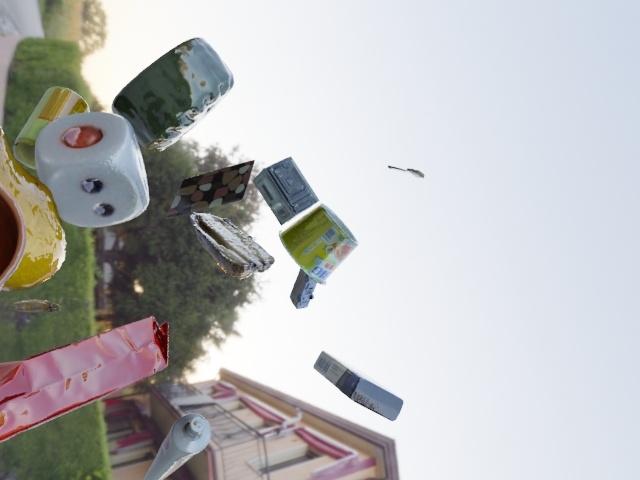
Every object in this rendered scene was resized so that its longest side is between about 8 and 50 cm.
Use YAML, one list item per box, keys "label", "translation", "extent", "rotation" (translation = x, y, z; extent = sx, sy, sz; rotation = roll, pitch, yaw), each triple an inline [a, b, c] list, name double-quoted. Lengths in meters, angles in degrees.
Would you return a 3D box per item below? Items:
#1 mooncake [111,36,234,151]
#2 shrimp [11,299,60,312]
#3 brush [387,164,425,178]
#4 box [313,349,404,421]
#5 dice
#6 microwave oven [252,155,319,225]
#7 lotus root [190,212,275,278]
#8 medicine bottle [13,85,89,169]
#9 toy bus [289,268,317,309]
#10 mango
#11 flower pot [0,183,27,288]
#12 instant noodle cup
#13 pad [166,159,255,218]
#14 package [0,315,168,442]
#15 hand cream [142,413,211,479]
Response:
- label: "mooncake"
  translation: [-0.426, -0.428, 1.364]
  extent: [0.194, 0.356, 0.356]
  rotation: [53, -21, -20]
- label: "shrimp"
  translation: [-0.575, 0.132, 0.938]
  extent: [0.059, 0.108, 0.023]
  rotation: [-33, 125, -83]
- label: "brush"
  translation: [0.264, -0.220, 1.438]
  extent: [0.164, 0.051, 0.014]
  rotation: [29, -89, 56]
- label: "box"
  translation: [0.101, 0.406, 1.295]
  extent: [0.071, 0.168, 0.259]
  rotation: [-59, -159, -8]
- label: "dice"
  translation: [-0.495, -0.156, 1.009]
  extent: [0.192, 0.194, 0.193]
  rotation: [97, -25, -47]
- label: "microwave oven"
  translation: [-0.129, -0.186, 1.717]
  extent: [0.208, 0.162, 0.122]
  rotation: [57, -36, 0]
- label: "lotus root"
  translation: [-0.267, 0.016, 1.262]
  extent: [0.329, 0.167, 0.078]
  rotation: [38, -68, 43]
- label: "medicine bottle"
  translation: [-0.726, -0.296, 1.235]
  extent: [0.124, 0.124, 0.239]
  rotation: [132, -29, -53]
- label: "toy bus"
  translation: [-0.051, 0.146, 1.571]
  extent: [0.075, 0.064, 0.190]
  rotation: [45, -54, 35]
- label: "mango"
  translation: [-0.515, -0.036, 0.715]
  extent: [0.144, 0.187, 0.359]
  rotation: [27, -29, 12]
- label: "flower pot"
  translation: [-0.357, 0.026, 0.364]
  extent: [0.173, 0.190, 0.191]
  rotation: [-34, -117, 44]
- label: "instant noodle cup"
  translation: [0.000, 0.000, 1.271]
  extent: [0.153, 0.205, 0.205]
  rotation: [-43, -133, 12]
- label: "pad"
  translation: [-0.286, -0.136, 1.196]
  extent: [0.003, 0.235, 0.158]
  rotation: [60, 27, -42]
- label: "package"
  translation: [-0.492, 0.256, 0.843]
  extent: [0.196, 0.423, 0.123]
  rotation: [-23, -95, 38]
- label: "hand cream"
  translation: [-0.314, 0.459, 0.983]
  extent: [0.078, 0.124, 0.341]
  rotation: [48, -51, 14]
